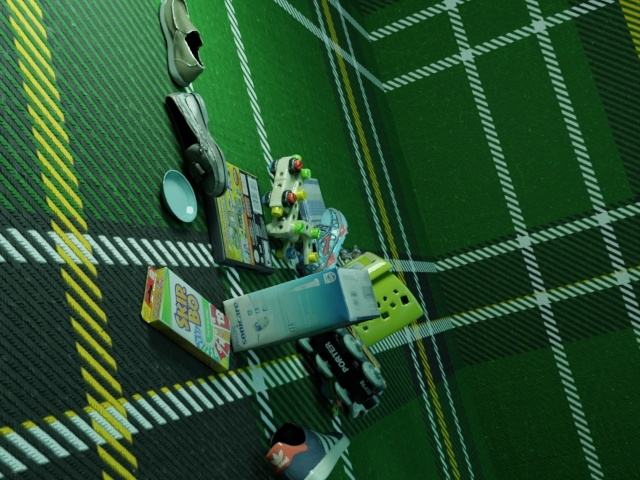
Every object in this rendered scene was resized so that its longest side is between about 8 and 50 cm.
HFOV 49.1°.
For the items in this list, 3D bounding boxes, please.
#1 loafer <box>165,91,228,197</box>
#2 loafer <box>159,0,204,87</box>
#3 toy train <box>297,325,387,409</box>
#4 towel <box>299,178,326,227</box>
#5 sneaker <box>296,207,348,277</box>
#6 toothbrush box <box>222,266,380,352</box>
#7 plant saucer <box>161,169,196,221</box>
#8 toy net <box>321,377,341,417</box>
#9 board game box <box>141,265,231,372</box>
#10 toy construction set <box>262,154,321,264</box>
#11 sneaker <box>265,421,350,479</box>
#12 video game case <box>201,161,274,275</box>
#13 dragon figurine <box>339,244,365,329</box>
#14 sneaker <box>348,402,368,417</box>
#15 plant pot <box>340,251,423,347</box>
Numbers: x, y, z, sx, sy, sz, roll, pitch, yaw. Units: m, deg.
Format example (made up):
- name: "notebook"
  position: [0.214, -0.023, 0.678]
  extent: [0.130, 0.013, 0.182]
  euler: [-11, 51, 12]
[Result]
- name: "loafer"
  position: [-0.294, -0.220, 1.618]
  extent: [0.084, 0.096, 0.267]
  euler: [-3, 68, -49]
- name: "loafer"
  position: [-0.330, -0.500, 1.729]
  extent: [0.094, 0.087, 0.251]
  euler: [21, 54, -64]
- name: "toy train"
  position: [0.064, 0.303, 1.920]
  extent: [0.334, 0.142, 0.190]
  euler: [54, 15, 5]
- name: "towel"
  position: [-0.017, -0.066, 2.246]
  extent: [0.209, 0.034, 0.285]
  euler: [-12, 86, -72]
- name: "sneaker"
  position: [0.000, 0.000, 2.086]
  extent: [0.125, 0.104, 0.261]
  euler: [35, 53, -33]
- name: "toothbrush box"
  position: [-0.041, 0.160, 1.622]
  extent: [0.216, 0.296, 0.126]
  euler: [11, 64, -68]
- name: "plant saucer"
  position: [-0.313, -0.094, 1.529]
  extent: [0.119, 0.021, 0.119]
  euler: [51, 29, -43]
- name: "toy net"
  position: [0.051, 0.392, 2.017]
  extent: [0.122, 0.045, 0.232]
  euler: [62, 22, -23]
- name: "board game box"
  position: [-0.266, 0.160, 1.424]
  extent: [0.259, 0.039, 0.124]
  euler: [46, 32, -44]
- name: "toy construction set"
  position: [-0.077, -0.109, 1.951]
  extent: [0.215, 0.151, 0.327]
  euler: [46, 33, -53]
- name: "sneaker"
  position: [-0.034, 0.481, 1.637]
  extent: [0.148, 0.131, 0.350]
  euler: [43, 3, 9]
- name: "video game case"
  position: [-0.208, -0.059, 1.750]
  extent: [0.248, 0.035, 0.274]
  euler: [23, 53, -64]
- name: "dragon figurine"
  position: [0.129, 0.155, 2.333]
  extent: [0.289, 0.085, 0.144]
  euler: [66, 27, -18]
- name: "sneaker"
  position: [0.132, 0.486, 2.127]
  extent: [0.212, 0.080, 0.094]
  euler: [2, 83, -61]
- name: "plant pot"
  position: [0.143, 0.167, 2.116]
  extent: [0.207, 0.227, 0.228]
  euler: [61, -5, -12]
